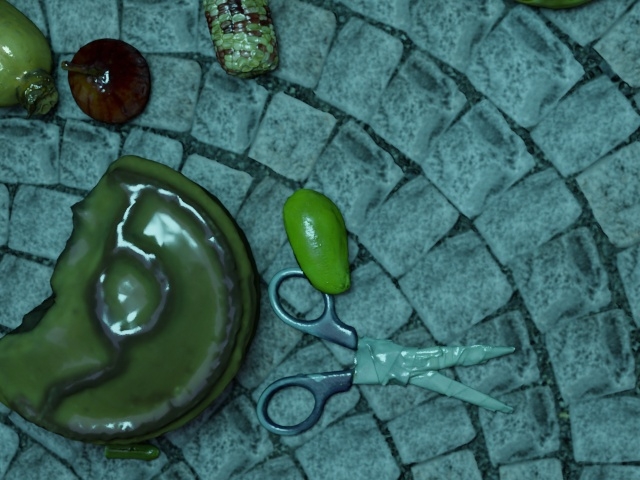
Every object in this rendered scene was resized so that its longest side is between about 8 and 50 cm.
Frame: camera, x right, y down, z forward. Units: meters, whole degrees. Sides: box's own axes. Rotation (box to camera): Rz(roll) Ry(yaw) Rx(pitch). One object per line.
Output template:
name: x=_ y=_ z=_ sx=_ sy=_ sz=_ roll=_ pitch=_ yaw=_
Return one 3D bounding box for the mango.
mango: x=0.000 y=0.000 z=1.264 sx=0.091 sy=0.074 sz=0.165 roll=-22 pitch=82 yaw=-16

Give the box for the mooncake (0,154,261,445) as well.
mooncake: x=-0.282 y=0.081 z=1.233 sx=0.393 sy=0.246 sz=0.394 roll=-6 pitch=94 yaw=1

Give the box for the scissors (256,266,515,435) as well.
scissors: x=0.098 y=0.188 z=1.290 sx=0.384 sy=0.029 sz=0.256 roll=8 pitch=93 yaw=6

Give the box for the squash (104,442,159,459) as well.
squash: x=-0.289 y=0.326 z=1.343 sx=0.083 sy=0.027 sz=0.027 roll=0 pitch=92 yaw=6

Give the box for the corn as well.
corn: x=-0.131 y=-0.379 z=1.269 sx=0.098 sy=0.098 sz=0.289 roll=-13 pitch=89 yaw=7

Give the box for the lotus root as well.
lotus root: x=-0.506 y=-0.297 z=1.300 sx=0.303 sy=0.131 sz=0.146 roll=43 pitch=95 yaw=7

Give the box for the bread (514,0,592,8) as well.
bread: x=0.349 y=-0.402 z=1.178 sx=0.261 sy=0.158 sz=0.156 roll=-33 pitch=91 yaw=9

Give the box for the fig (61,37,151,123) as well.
fig: x=-0.319 y=-0.248 z=1.283 sx=0.128 sy=0.150 sz=0.128 roll=-7 pitch=52 yaw=10
